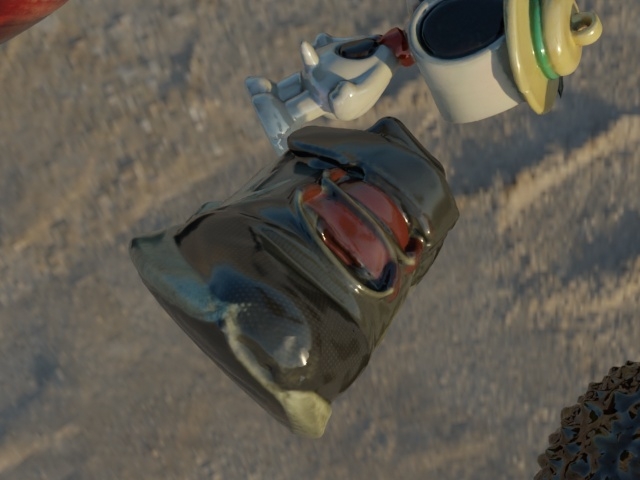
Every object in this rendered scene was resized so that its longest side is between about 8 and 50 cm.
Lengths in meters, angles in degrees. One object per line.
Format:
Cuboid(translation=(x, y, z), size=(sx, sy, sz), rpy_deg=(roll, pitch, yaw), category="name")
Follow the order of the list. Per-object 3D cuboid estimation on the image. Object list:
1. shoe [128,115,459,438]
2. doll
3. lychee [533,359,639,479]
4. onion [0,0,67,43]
Cuboid(translation=(0.000, 0.000, 0.721), size=(0.112, 0.227, 0.099), rpy_deg=(-42, 94, 3), category="shoe")
Cuboid(translation=(0.084, -0.141, 1.579), size=(0.271, 0.144, 0.208), rpy_deg=(-39, 43, -7), category="doll")
Cuboid(translation=(0.261, 0.196, 1.323), size=(0.271, 0.271, 0.271), rpy_deg=(-3, 64, 6), category="lychee")
Cuboid(translation=(-0.308, -0.288, 1.414), size=(0.341, 0.341, 0.341), rpy_deg=(-3, 64, 6), category="onion")
